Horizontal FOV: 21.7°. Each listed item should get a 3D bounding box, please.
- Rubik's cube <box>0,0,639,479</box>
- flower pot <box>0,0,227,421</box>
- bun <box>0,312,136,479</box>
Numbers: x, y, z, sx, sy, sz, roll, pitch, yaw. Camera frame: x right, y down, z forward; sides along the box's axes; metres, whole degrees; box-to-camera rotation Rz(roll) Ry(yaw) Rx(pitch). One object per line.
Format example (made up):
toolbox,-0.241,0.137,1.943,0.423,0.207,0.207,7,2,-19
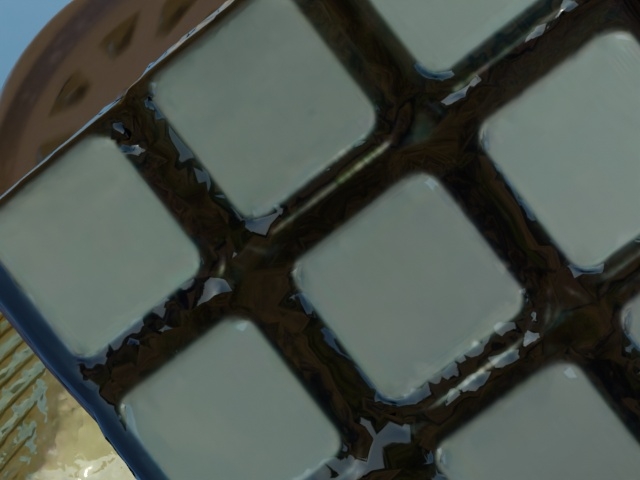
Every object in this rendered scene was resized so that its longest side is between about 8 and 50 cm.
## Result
Rubik's cube,0.034,0.003,0.437,0.163,0.160,0.162,52,-169,1
flower pot,0.000,0.000,0.691,0.243,0.265,0.265,43,-170,-36
bun,-0.172,0.069,0.906,0.244,0.244,0.153,30,-174,24
